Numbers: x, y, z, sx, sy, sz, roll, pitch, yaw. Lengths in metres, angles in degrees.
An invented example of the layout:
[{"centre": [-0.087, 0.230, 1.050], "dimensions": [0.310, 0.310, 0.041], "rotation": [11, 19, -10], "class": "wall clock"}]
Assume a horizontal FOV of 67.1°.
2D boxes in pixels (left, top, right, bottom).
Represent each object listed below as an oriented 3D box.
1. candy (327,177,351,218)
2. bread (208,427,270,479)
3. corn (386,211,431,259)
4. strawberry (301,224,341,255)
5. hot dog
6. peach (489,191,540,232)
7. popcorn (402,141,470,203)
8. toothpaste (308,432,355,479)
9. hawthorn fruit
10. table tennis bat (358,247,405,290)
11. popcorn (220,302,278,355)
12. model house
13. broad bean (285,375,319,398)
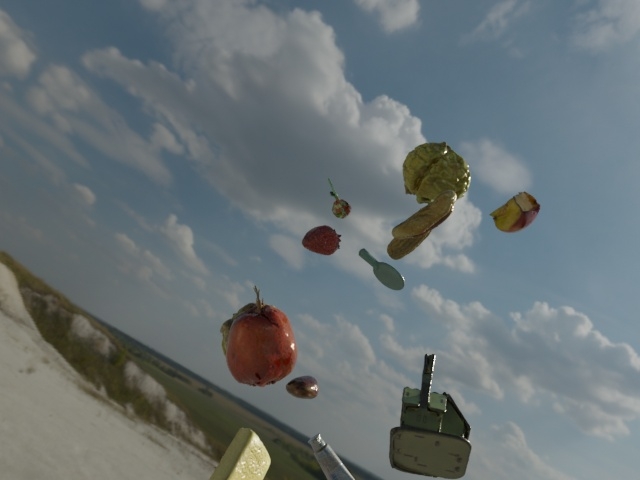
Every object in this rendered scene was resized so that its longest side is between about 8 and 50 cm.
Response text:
[{"centre": [0.073, -0.206, 2.200], "dimensions": [0.078, 0.084, 0.288], "rotation": [38, 23, -38], "class": "candy"}, {"centre": [-0.206, 0.598, 1.241], "dimensions": [0.068, 0.188, 0.126], "rotation": [-14, -68, 25], "class": "bread"}, {"centre": [0.406, -0.019, 2.196], "dimensions": [0.120, 0.120, 0.363], "rotation": [31, -31, -1], "class": "corn"}, {"centre": [0.004, -0.006, 1.979], "dimensions": [0.148, 0.131, 0.131], "rotation": [18, -12, -32], "class": "strawberry"}, {"centre": [0.345, -0.070, 1.572], "dimensions": [0.073, 0.242, 0.084], "rotation": [59, 14, 19], "class": "hot dog"}, {"centre": [0.630, -0.087, 1.563], "dimensions": [0.118, 0.151, 0.151], "rotation": [23, -17, -24], "class": "peach"}, {"centre": [0.454, -0.260, 1.919], "dimensions": [0.270, 0.224, 0.258], "rotation": [-5, -53, 27], "class": "popcorn"}, {"centre": [0.042, 0.779, 1.656], "dimensions": [0.234, 0.089, 0.057], "rotation": [56, -3, 9], "class": "toothpaste"}, {"centre": [-0.173, 0.277, 1.397], "dimensions": [0.211, 0.299, 0.211], "rotation": [-5, 2, 0], "class": "hawthorn fruit"}, {"centre": [0.259, 0.125, 2.066], "dimensions": [0.244, 0.040, 0.153], "rotation": [42, -28, 2], "class": "table tennis bat"}, {"centre": [-0.258, 0.373, 1.920], "dimensions": [0.247, 0.282, 0.282], "rotation": [56, -26, -7], "class": "popcorn"}, {"centre": [0.306, 0.473, 1.336], "dimensions": [0.204, 0.279, 0.219], "rotation": [6, -50, 12], "class": "model house"}, {"centre": [-0.064, 0.541, 1.776], "dimensions": [0.114, 0.085, 0.165], "rotation": [-12, -18, 28], "class": "broad bean"}]
